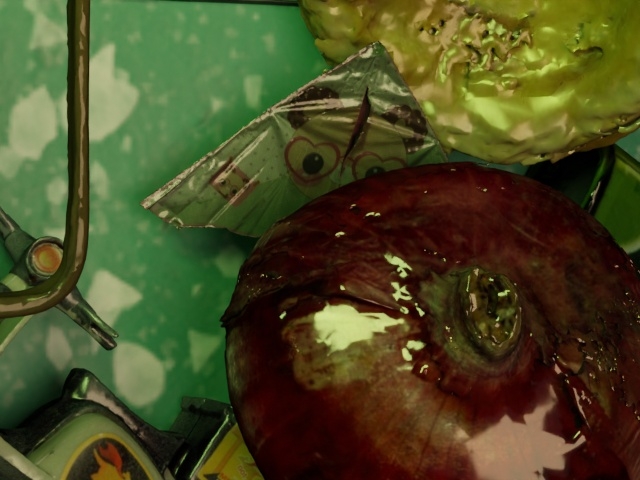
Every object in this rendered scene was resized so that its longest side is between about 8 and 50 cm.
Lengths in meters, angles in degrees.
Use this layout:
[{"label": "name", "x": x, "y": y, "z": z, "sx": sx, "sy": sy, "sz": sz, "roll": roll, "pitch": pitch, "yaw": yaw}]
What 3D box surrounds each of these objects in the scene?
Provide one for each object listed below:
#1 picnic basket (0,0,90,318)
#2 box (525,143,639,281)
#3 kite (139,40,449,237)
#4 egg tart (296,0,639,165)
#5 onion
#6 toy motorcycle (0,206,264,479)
[{"label": "picnic basket", "x": -0.264, "y": -0.089, "z": 0.860, "sx": 0.321, "sy": 0.291, "sz": 0.254, "roll": -1, "pitch": 95, "yaw": -15}, {"label": "box", "x": 0.260, "y": 0.073, "z": 1.255, "sx": 0.345, "sy": 0.097, "sz": 0.134, "roll": 34, "pitch": 72, "yaw": -26}, {"label": "kite", "x": 0.000, "y": 0.001, "z": 1.129, "sx": 0.229, "sy": 0.012, "sz": 0.250, "roll": 7, "pitch": 107, "yaw": -20}, {"label": "egg tart", "x": 0.117, "y": -0.178, "z": 1.098, "sx": 0.288, "sy": 0.288, "sz": 0.118, "roll": 44, "pitch": 36, "yaw": -24}, {"label": "onion", "x": 0.068, "y": 0.066, "z": 1.035, "sx": 0.252, "sy": 0.219, "sz": 0.252, "roll": 1, "pitch": 72, "yaw": -2}, {"label": "toy motorcycle", "x": -0.150, "y": 0.099, "z": 1.055, "sx": 0.263, "sy": 0.091, "sz": 0.157, "roll": 44, "pitch": 67, "yaw": -26}]
